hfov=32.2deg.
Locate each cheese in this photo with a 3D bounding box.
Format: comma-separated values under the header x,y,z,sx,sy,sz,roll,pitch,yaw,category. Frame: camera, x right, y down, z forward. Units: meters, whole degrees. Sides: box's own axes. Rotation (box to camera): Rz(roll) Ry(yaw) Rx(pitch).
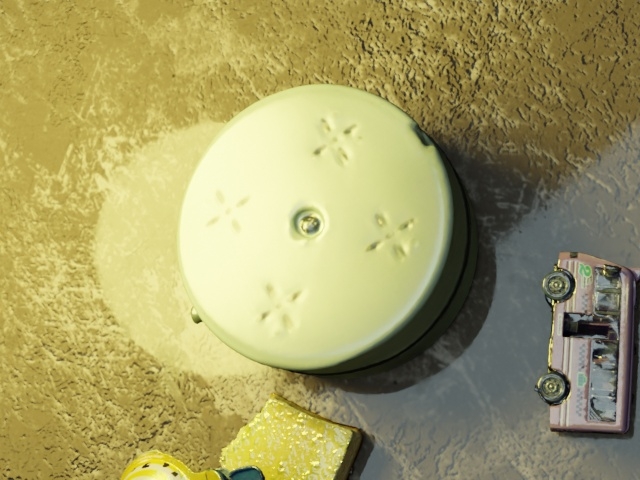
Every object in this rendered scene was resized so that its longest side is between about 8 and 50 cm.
x,y,z,sx,sy,sz,roll,pitch,yaw,category
-0.164,0.322,1.327,0.250,0.064,0.156,-20,80,29,cheese

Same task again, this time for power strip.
x,y,z,sx,sy,sz,roll,pitch,yaw,category
0.000,0.000,1.318,0.358,0.161,0.357,-4,77,18,power strip

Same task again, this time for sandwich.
x,y,z,sx,sy,sz,roll,pitch,yaw,category
-0.056,0.288,1.325,0.162,0.058,0.193,20,86,23,sandwich

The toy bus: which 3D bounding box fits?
x,y,z,sx,sy,sz,roll,pitch,yaw,category
0.298,0.115,1.228,0.108,0.096,0.198,3,80,14,toy bus
